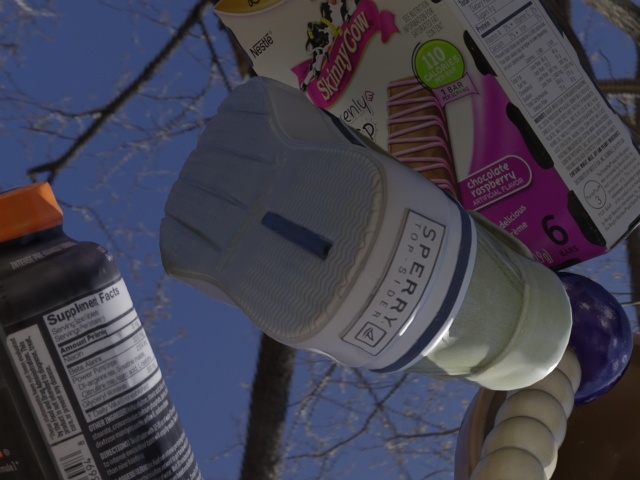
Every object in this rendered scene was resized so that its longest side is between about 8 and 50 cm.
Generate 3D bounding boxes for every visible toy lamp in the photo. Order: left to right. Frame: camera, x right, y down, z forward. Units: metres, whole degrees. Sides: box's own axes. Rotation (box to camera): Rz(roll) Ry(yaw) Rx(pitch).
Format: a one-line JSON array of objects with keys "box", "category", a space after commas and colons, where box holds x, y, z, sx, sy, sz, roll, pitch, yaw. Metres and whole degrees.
[{"box": [0.074, 0.090, 0.408, 0.080, 0.274, 0.080, 8, -67, 18], "category": "toy lamp"}]

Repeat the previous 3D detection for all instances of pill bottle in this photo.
[{"box": [-0.172, 0.088, 0.695, 0.131, 0.130, 0.245, -18, -83, 25], "category": "pill bottle"}]

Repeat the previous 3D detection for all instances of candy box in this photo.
[{"box": [0.060, -0.082, 0.609, 0.233, 0.071, 0.159, 56, -36, -4], "category": "candy box"}]

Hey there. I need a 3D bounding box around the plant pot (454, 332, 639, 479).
[{"box": [0.183, 0.181, 0.679, 0.237, 0.237, 0.109, 50, -37, 19], "category": "plant pot"}]

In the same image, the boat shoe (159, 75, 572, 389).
[{"box": [0.000, 0.000, 0.485, 0.109, 0.094, 0.302, -59, -158, 5], "category": "boat shoe"}]
